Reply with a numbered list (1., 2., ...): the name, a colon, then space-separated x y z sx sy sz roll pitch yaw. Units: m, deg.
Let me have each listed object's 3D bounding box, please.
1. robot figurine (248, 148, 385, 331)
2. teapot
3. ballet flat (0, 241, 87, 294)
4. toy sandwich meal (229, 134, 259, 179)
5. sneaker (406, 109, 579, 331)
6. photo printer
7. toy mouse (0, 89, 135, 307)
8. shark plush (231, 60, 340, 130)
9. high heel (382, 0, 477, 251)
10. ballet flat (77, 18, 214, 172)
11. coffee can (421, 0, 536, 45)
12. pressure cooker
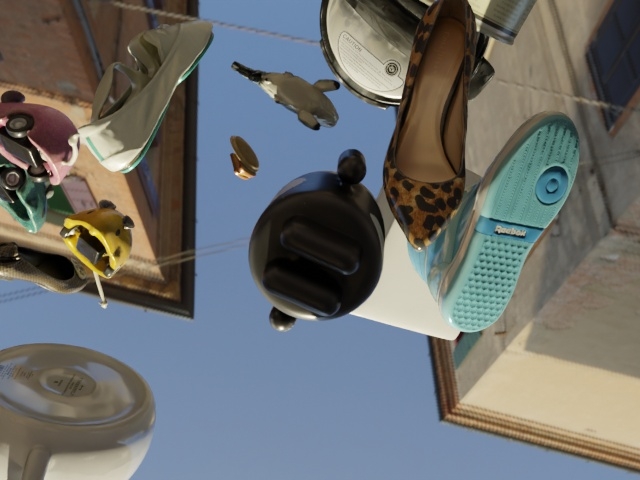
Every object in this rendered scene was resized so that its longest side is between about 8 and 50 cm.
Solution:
1. robot figurine: -0.003 0.001 0.946 0.209 0.278 0.173 -26 -78 12
2. teapot: -0.336 0.259 0.891 0.252 0.256 0.187 26 -75 32
3. ballet flat: -0.496 0.043 1.276 0.058 0.250 0.084 -45 -113 8
4. toy sandwich meal: -0.139 -0.146 1.257 0.029 0.085 0.085 -32 -115 17
5. sneaker: 0.220 -0.054 1.012 0.127 0.319 0.208 18 -162 -25
6. photo printer: 0.196 0.011 1.290 0.256 0.107 0.307 18 -77 -25
7. toy mouse: -0.157 -0.042 0.391 0.143 0.161 0.031 40 -120 0
8. shark plush: -0.049 -0.194 0.979 0.161 0.067 0.073 14 -91 -8
9. high heel: 0.120 -0.134 0.764 0.093 0.186 0.261 8 -126 6
10. ballet flat: -0.324 -0.310 1.341 0.139 0.139 0.400 19 -120 6
11. coffee can: 0.248 -0.439 0.979 0.201 0.275 0.201 24 -158 -10
12. pressure cooker: 0.184 -0.481 1.551 0.370 0.420 0.375 -1 -74 10
